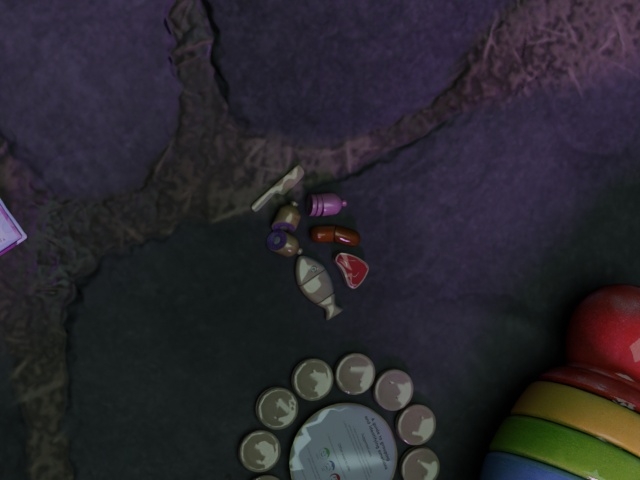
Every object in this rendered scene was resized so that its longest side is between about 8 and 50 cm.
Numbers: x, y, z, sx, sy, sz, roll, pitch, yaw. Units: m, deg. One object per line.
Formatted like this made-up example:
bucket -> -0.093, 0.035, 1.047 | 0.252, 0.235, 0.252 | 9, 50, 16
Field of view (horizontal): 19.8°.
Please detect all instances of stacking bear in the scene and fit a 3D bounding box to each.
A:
stacking bear -> 0.234, 0.175, 1.584 | 0.164, 0.175, 0.289 | 29, 76, -26

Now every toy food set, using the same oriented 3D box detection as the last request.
toy food set -> 0.000, 0.000, 1.549 | 0.078, 0.019, 0.122 | -42, 107, -11

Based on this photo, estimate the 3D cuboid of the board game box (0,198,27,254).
board game box -> -0.440, -0.048, 1.369 | 0.318, 0.066, 0.318 | -34, 105, -13

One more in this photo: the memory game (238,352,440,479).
memory game -> 0.017, 0.187, 1.579 | 0.186, 0.012, 0.186 | -2, 95, -19
